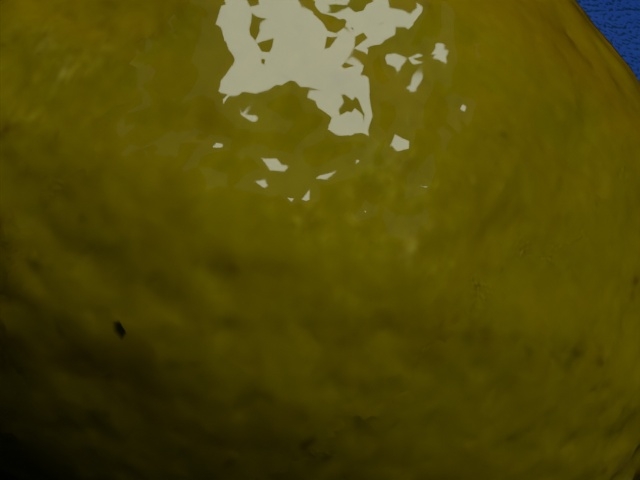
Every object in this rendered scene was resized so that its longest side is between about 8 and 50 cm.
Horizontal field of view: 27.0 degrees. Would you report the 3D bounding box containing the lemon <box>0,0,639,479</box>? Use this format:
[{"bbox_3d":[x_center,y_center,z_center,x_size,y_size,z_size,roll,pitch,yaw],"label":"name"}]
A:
[{"bbox_3d":[-0.006,-0.004,0.496,0.316,0.285,0.285,-6,52,-22],"label":"lemon"}]
